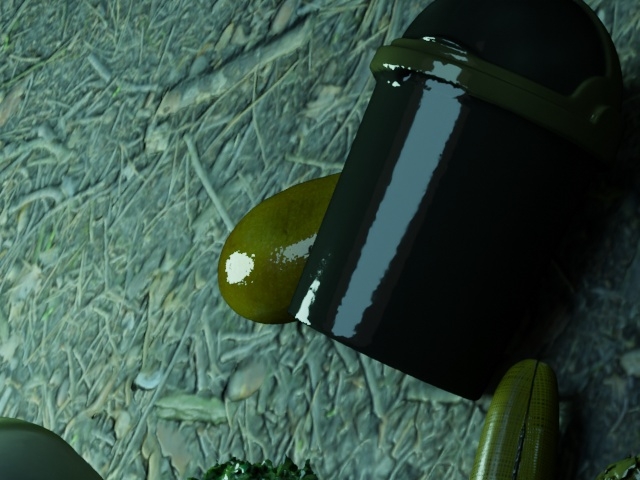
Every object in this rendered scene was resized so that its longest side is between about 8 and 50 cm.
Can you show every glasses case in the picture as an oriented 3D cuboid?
[{"bbox_3d":[0.139,0.203,1.308,0.064,0.079,0.234,11,67,10],"label":"glasses case"}]

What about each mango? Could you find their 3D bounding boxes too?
[{"bbox_3d":[0.000,0.000,1.612,0.227,0.099,0.136,-29,38,23],"label":"mango"}]

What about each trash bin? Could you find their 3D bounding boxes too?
[{"bbox_3d":[0.115,-0.057,1.412,0.214,0.214,0.333,28,91,54],"label":"trash bin"}]

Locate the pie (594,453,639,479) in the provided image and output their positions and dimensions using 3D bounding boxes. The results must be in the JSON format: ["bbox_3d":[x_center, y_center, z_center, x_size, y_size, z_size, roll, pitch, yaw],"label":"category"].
[{"bbox_3d":[0.245,0.268,1.142,0.296,0.078,0.371,24,86,55],"label":"pie"}]

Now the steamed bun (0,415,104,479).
[{"bbox_3d":[-0.317,0.305,1.626,0.309,0.309,0.309,-29,45,35],"label":"steamed bun"}]

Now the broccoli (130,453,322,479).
[{"bbox_3d":[-0.098,0.256,1.461,0.219,0.194,0.194,-54,36,-2],"label":"broccoli"}]
